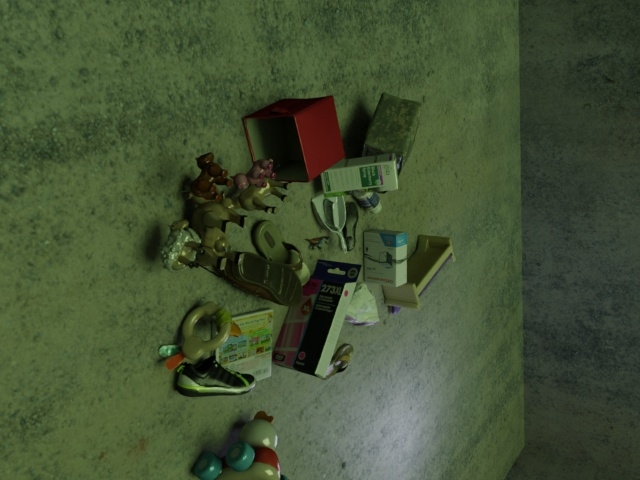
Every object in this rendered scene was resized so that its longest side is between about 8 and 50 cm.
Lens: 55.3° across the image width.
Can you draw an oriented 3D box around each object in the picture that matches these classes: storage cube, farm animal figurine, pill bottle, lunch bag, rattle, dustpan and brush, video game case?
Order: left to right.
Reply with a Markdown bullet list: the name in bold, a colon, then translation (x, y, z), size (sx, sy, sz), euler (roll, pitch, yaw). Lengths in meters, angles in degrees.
- **rattle**: translation (-0.308, 0.264, 1.566), size (0.199, 0.130, 0.142), euler (-54, 173, -18)
- **farm animal figurine**: translation (-0.252, -0.076, 1.522), size (0.330, 0.172, 0.326), euler (12, 98, -61)
- **video game case**: translation (-0.220, 0.310, 1.729), size (0.227, 0.026, 0.206), euler (-6, 100, -52)
- **storage cube**: translation (-0.069, -0.284, 1.705), size (0.193, 0.184, 0.214), euler (-40, 125, -45)
- **dustpan and brush**: translation (0.048, -0.057, 2.001), size (0.147, 0.060, 0.211), euler (-32, 120, -47)
- **pill bottle**: translation (0.169, -0.145, 2.147), size (0.120, 0.067, 0.067), euler (47, 58, -46)
- **lunch bag**: translation (0.232, -0.324, 2.110), size (0.287, 0.169, 0.235), euler (92, 18, -64)

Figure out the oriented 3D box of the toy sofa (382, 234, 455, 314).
- **toy sofa**: translation (0.401, 0.143, 2.438), size (0.362, 0.150, 0.177), euler (-43, 127, -41)

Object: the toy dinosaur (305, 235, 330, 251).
- **toy dinosaur**: translation (0.000, 0.000, 1.967), size (0.090, 0.047, 0.082), euler (57, 33, -28)

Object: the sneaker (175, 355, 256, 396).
- **sneaker**: translation (-0.264, 0.350, 1.594), size (0.235, 0.084, 0.097), euler (6, 89, -41)

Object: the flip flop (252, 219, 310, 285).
- **flip flop**: translation (-0.103, 0.045, 1.798), size (0.112, 0.080, 0.277), euler (-59, 137, -29)

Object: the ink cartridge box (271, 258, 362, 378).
- **ink cartridge box**: translation (-0.010, 0.223, 1.870), size (0.069, 0.176, 0.370), euler (43, 61, -47)

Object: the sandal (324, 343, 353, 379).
- **sandal**: translation (0.068, 0.426, 2.116), size (0.180, 0.049, 0.072), euler (-34, 122, -46)

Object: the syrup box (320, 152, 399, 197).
- **syrup box**: translation (0.125, -0.205, 1.925), size (0.096, 0.237, 0.093), euler (-71, 153, -65)

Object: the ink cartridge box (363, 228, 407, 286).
- **ink cartridge box**: translation (0.234, 0.061, 2.206), size (0.082, 0.140, 0.190), euler (-15, 107, -53)

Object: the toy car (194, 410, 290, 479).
- **toy car**: translation (-0.199, 0.591, 1.712), size (0.219, 0.210, 0.238), euler (51, 26, -28)

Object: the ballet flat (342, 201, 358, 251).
- **ballet flat**: translation (0.096, -0.049, 2.096), size (0.058, 0.049, 0.173), euler (7, 85, -21)

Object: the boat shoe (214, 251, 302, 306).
- **boat shoe**: translation (-0.166, 0.104, 1.707), size (0.307, 0.105, 0.110), euler (39, 55, -47)

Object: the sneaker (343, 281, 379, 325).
- **sneaker**: translation (0.099, 0.215, 2.100), size (0.305, 0.114, 0.152), euler (17, 68, -58)
